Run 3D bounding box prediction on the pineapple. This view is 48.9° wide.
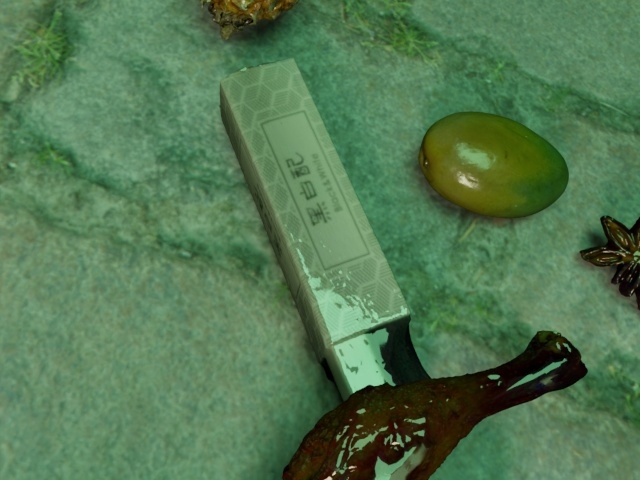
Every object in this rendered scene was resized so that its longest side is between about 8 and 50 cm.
[{"bbox_3d":[-0.094,-0.310,0.860,0.161,0.137,0.176,22,27,-3],"label":"pineapple"}]

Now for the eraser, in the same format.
[{"bbox_3d":[0.000,0.000,0.760,0.096,0.098,0.404,-18,72,-14],"label":"eraser"}]

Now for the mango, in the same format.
[{"bbox_3d":[0.214,-0.091,0.852,0.194,0.092,0.130,4,65,-20],"label":"mango"}]

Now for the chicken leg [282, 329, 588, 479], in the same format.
[{"bbox_3d":[0.069,0.202,0.609,0.407,0.096,0.158,-42,103,-11],"label":"chicken leg"}]

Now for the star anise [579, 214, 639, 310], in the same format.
[{"bbox_3d":[0.406,0.041,0.850,0.097,0.070,0.191,-45,83,3],"label":"star anise"}]
